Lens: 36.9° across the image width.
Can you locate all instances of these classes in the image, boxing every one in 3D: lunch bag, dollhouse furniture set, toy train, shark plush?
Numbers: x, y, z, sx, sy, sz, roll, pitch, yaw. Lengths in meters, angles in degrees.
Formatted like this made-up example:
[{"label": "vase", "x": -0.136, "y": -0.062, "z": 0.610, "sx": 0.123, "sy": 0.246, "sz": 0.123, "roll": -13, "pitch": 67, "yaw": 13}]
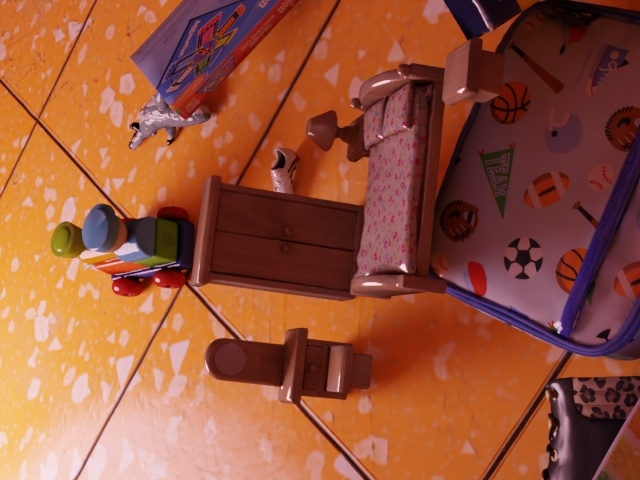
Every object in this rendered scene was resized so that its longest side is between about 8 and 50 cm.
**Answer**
[{"label": "lunch bag", "x": 0.238, "y": -0.060, "z": 0.831, "sx": 0.243, "sy": 0.115, "sz": 0.303, "roll": 27, "pitch": 98, "yaw": 41}, {"label": "dollhouse furniture set", "x": 0.000, "y": 0.000, "z": 0.878, "sx": 0.355, "sy": 0.173, "sz": 0.303, "roll": 158, "pitch": 119, "yaw": -71}, {"label": "toy train", "x": -0.295, "y": 0.013, "z": 1.266, "sx": 0.248, "sy": 0.143, "sz": 0.105, "roll": -12, "pitch": 71, "yaw": 39}, {"label": "shark plush", "x": -0.218, "y": -0.160, "z": 1.308, "sx": 0.161, "sy": 0.073, "sz": 0.067, "roll": -28, "pitch": 93, "yaw": 27}]

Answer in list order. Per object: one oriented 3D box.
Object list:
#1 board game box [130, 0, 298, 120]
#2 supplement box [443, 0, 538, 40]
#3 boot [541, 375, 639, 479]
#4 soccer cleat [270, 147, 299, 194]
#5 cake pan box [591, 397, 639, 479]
[{"label": "board game box", "x": -0.113, "y": -0.295, "z": 1.221, "sx": 0.281, "sy": 0.027, "sz": 0.145, "roll": -45, "pitch": 50, "yaw": 6}, {"label": "supplement box", "x": 0.221, "y": -0.338, "z": 0.745, "sx": 0.356, "sy": 0.195, "sz": 0.194, "roll": -34, "pitch": 96, "yaw": 8}, {"label": "boot", "x": 0.195, "y": 0.211, "z": 0.812, "sx": 0.236, "sy": 0.085, "sz": 0.179, "roll": -10, "pitch": 70, "yaw": 30}, {"label": "soccer cleat", "x": -0.046, "y": -0.070, "z": 1.138, "sx": 0.029, "sy": 0.035, "sz": 0.083, "roll": -1, "pitch": 78, "yaw": 42}, {"label": "cake pan box", "x": 0.324, "y": 0.210, "z": 0.659, "sx": 0.267, "sy": 0.070, "sz": 0.246, "roll": 32, "pitch": 94, "yaw": 29}]
